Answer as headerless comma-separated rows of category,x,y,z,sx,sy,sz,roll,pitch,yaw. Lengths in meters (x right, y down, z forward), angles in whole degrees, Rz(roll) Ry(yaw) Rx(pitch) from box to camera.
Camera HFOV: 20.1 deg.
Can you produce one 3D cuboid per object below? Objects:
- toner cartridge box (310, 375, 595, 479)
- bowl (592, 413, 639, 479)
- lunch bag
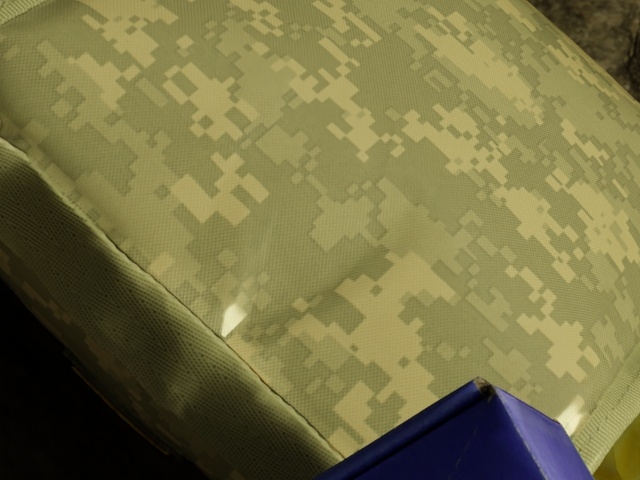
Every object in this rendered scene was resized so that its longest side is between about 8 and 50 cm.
toner cartridge box,0.059,0.219,0.368,0.348,0.165,0.075,61,12,21
bowl,0.141,0.172,0.878,0.289,0.156,0.289,53,12,-17
lunch bag,0.000,0.000,0.629,0.235,0.169,0.287,44,28,5
